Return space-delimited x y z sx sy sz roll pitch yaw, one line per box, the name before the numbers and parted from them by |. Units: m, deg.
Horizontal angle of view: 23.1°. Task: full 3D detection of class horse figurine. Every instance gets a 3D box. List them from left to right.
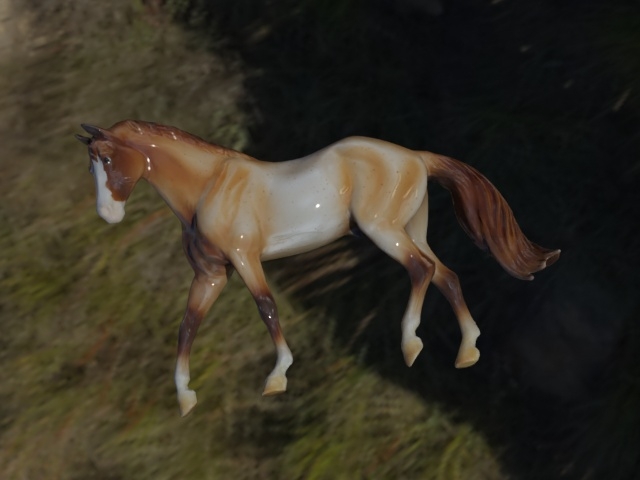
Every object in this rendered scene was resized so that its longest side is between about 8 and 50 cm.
horse figurine | 0.000 0.000 0.923 0.066 0.263 0.174 103 157 -73
